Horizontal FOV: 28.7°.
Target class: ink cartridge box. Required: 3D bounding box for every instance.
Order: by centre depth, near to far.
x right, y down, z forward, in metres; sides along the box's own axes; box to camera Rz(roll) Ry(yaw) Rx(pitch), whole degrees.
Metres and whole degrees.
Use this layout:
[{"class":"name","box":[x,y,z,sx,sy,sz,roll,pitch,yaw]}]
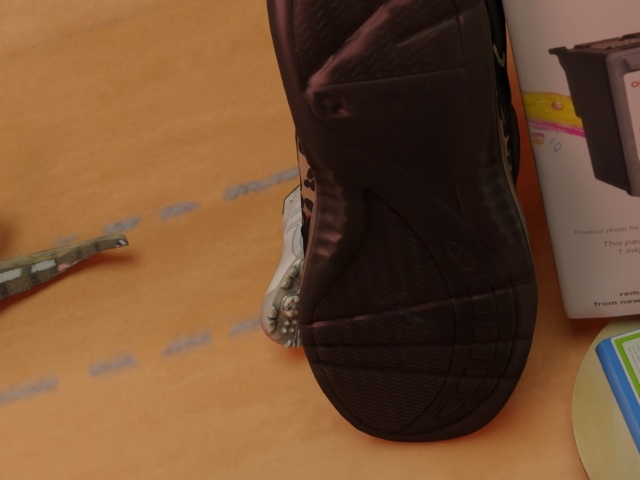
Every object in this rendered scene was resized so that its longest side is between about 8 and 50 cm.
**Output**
[{"class":"ink cartridge box","box":[0.181,-0.135,0.737,0.131,0.306,0.226,-8,44,15]}]

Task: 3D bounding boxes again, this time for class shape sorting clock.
[{"class":"shape sorting clock","box":[0.253,0.105,0.733,0.206,0.040,0.206,-9,50,11]}]

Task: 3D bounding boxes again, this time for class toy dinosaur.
[{"class":"toy dinosaur","box":[-0.283,0.023,0.956,0.268,0.064,0.118,-26,60,-3]}]

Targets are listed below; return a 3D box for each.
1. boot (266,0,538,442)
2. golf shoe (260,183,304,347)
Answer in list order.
[{"class":"boot","box":[0.054,-0.089,0.768,0.138,0.377,0.284,-5,39,11]},{"class":"golf shoe","box":[0.000,0.000,0.885,0.086,0.069,0.176,9,54,44]}]
